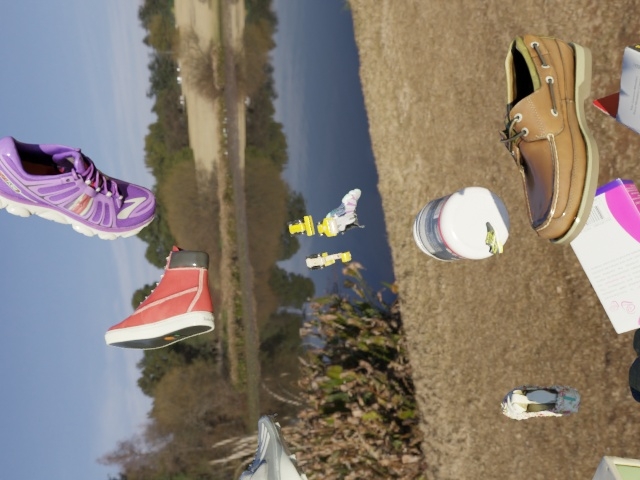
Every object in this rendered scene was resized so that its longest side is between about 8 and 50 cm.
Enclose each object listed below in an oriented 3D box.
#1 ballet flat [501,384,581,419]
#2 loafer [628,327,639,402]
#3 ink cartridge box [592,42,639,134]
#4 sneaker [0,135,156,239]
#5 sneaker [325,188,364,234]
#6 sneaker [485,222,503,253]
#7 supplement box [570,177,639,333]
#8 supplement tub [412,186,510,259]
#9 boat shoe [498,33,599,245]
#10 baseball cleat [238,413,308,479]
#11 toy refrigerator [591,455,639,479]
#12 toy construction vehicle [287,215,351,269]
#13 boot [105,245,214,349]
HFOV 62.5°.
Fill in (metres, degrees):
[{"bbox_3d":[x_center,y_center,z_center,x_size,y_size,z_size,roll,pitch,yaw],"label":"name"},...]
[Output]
[{"bbox_3d":[0.528,0.395,1.317,0.241,0.077,0.091,-36,40,53],"label":"ballet flat"},{"bbox_3d":[0.737,0.280,1.178,0.062,0.061,0.170,-158,74,-70],"label":"loafer"},{"bbox_3d":[0.613,-0.246,0.760,0.272,0.309,0.130,-113,6,-51],"label":"ink cartridge box"},{"bbox_3d":[-0.223,-0.050,0.497,0.071,0.169,0.068,-37,62,27],"label":"sneaker"},{"bbox_3d":[0.065,-0.052,1.052,0.069,0.098,0.038,38,168,19],"label":"sneaker"},{"bbox_3d":[0.434,-0.004,1.336,0.031,0.035,0.083,53,-163,-85],"label":"sneaker"},{"bbox_3d":[0.493,0.022,0.856,0.111,0.113,0.220,-31,75,37],"label":"supplement box"},{"bbox_3d":[0.385,-0.039,1.484,0.272,0.191,0.191,160,108,-80],"label":"supplement tub"},{"bbox_3d":[0.284,-0.139,0.695,0.111,0.104,0.308,116,167,-61],"label":"boat shoe"},{"bbox_3d":[-0.094,0.358,0.866,0.072,0.109,0.206,68,165,-13],"label":"baseball cleat"},{"bbox_3d":[0.600,0.430,0.855,0.102,0.269,0.094,-82,-1,-65],"label":"toy refrigerator"},{"bbox_3d":[0.000,0.000,0.837,0.098,0.035,0.086,-12,94,42],"label":"toy construction vehicle"},{"bbox_3d":[-0.312,0.109,1.023,0.088,0.244,0.176,34,-138,-58],"label":"boot"}]
